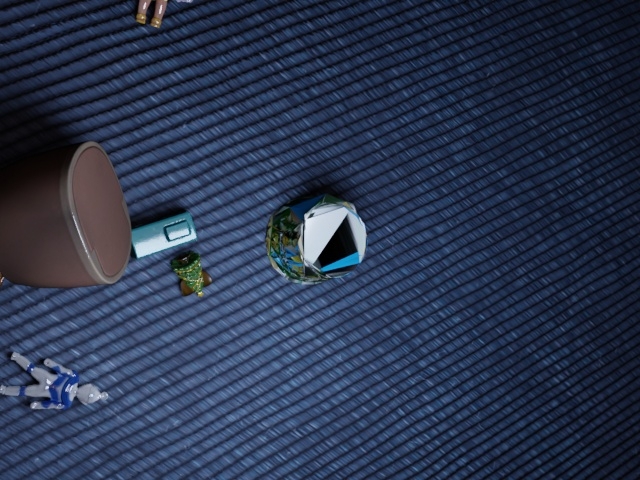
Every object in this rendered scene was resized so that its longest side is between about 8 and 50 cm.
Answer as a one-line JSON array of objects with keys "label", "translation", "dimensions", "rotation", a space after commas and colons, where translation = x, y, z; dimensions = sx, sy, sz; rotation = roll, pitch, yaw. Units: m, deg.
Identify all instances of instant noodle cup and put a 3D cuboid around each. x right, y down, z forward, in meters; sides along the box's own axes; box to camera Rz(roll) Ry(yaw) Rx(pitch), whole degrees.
[{"label": "instant noodle cup", "translation": [0.000, 0.000, 1.857], "dimensions": [0.240, 0.178, 0.240], "rotation": [0, 90, -22]}]

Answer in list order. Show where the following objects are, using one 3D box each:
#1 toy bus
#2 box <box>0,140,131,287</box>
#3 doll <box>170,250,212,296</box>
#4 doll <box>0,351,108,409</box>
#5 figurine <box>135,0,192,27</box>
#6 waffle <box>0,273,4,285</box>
[{"label": "toy bus", "translation": [-0.365, -0.014, 1.758], "dimensions": [0.160, 0.092, 0.079], "rotation": [-19, 99, -20]}, {"label": "box", "translation": [-0.542, -0.041, 1.565], "dimensions": [0.216, 0.301, 0.301], "rotation": [-11, 95, 8]}, {"label": "doll", "translation": [-0.300, 0.086, 1.792], "dimensions": [0.078, 0.076, 0.113], "rotation": [-27, 100, -13]}, {"label": "doll", "translation": [-0.589, 0.329, 1.694], "dimensions": [0.227, 0.057, 0.114], "rotation": [19, 77, -12]}, {"label": "figurine", "translation": [-0.367, -0.615, 1.741], "dimensions": [0.175, 0.116, 0.240], "rotation": [13, 92, -19]}, {"label": "waffle", "translation": [-0.795, 0.097, 1.592], "dimensions": [0.213, 0.091, 0.308], "rotation": [26, 80, -19]}]
